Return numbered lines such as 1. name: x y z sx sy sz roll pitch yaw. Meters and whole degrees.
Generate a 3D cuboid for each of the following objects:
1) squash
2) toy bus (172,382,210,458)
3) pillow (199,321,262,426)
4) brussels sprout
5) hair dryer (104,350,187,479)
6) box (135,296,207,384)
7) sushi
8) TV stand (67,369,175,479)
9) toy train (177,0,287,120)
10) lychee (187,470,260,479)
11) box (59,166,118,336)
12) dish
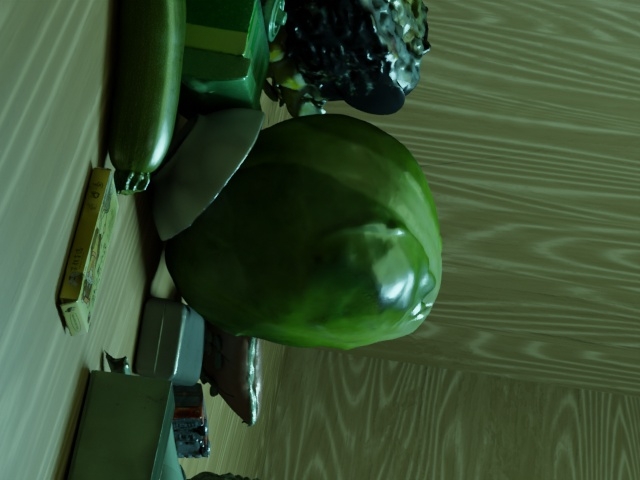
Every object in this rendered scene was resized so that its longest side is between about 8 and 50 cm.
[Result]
1. squash: -0.168 -0.168 1.393 0.069 0.069 0.258 -72 171 -72
2. toy bus: -0.196 0.268 2.107 0.192 0.065 0.077 93 -5 -63
3. pillow: -0.139 0.153 2.035 0.171 0.075 0.179 42 -39 46
4. brussels sprout: 0.000 0.000 1.814 0.315 0.371 0.276 -46 -136 40
5. hair dryer: -0.209 0.201 1.693 0.229 0.092 0.267 -94 -179 -68
6. box: -0.191 0.135 1.866 0.244 0.055 0.103 79 19 -82
7. sushi: -0.016 -0.360 2.021 0.329 0.285 0.328 54 34 -54
8. TV stand: -0.216 0.275 1.458 0.083 0.088 0.270 95 4 -61
9. toy train: -0.114 -0.249 1.706 0.301 0.120 0.202 81 21 -81
10. lychee: -0.142 0.432 1.879 0.255 0.274 0.255 23 -64 61
11. box: -0.218 0.011 1.358 0.073 0.020 0.149 93 6 -63
12. dish: -0.147 -0.092 1.662 0.191 0.066 0.191 -47 -165 17
